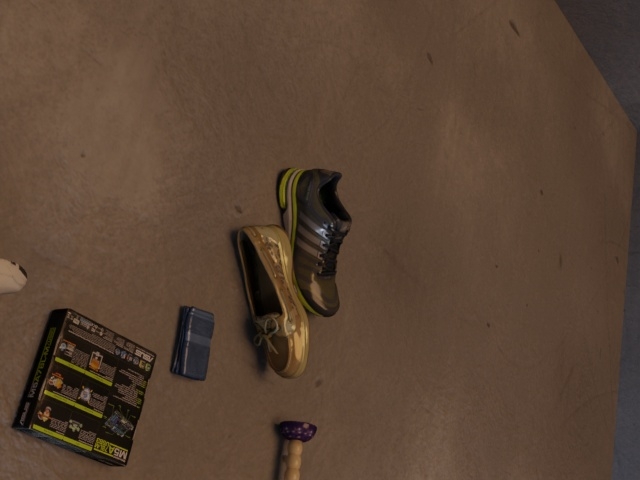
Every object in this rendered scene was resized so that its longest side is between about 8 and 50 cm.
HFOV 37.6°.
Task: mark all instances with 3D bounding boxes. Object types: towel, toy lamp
[{"bbox_3d":[-0.212,0.174,1.581,0.067,0.029,0.119,28,61,-47],"label":"towel"},{"bbox_3d":[-0.057,0.468,1.690,0.080,0.080,0.274,34,56,-45],"label":"toy lamp"}]

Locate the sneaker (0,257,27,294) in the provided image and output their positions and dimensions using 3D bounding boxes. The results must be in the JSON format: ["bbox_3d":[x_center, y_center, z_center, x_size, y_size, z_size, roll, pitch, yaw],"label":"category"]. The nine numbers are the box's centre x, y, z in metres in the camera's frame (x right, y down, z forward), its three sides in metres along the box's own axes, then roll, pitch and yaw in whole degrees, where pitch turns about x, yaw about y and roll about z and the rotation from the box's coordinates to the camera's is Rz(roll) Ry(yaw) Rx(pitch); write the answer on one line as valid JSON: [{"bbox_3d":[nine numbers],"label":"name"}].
[{"bbox_3d":[-0.484,0.097,1.187,0.235,0.094,0.153,6,80,-52],"label":"sneaker"}]

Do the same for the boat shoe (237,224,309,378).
[{"bbox_3d":[-0.095,0.112,1.700,0.089,0.104,0.285,0,73,-48],"label":"boat shoe"}]

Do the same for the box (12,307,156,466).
[{"bbox_3d":[-0.341,0.220,1.392,0.191,0.045,0.184,37,57,-44],"label":"box"}]

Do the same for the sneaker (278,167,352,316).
[{"bbox_3d":[0.000,0.000,1.818,0.111,0.121,0.300,-12,93,-53],"label":"sneaker"}]
